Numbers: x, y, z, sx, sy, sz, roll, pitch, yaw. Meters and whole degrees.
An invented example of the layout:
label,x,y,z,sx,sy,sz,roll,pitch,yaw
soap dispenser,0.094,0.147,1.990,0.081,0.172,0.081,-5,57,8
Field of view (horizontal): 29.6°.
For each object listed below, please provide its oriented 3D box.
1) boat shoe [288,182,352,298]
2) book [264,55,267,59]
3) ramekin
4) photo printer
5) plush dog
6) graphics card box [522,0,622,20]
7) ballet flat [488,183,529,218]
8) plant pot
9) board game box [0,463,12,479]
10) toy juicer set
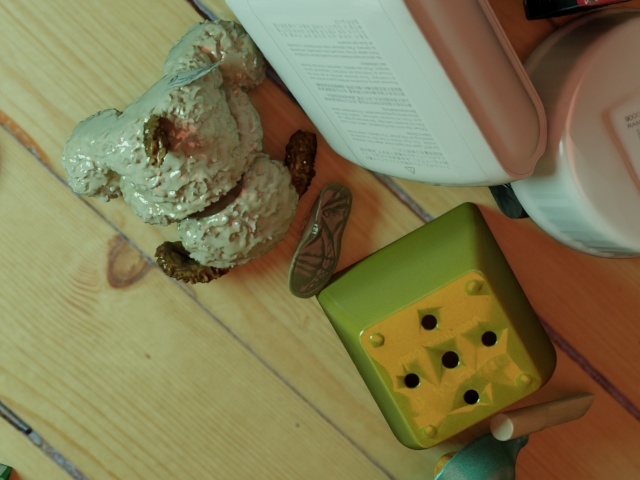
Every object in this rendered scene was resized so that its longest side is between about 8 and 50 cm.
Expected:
label,x,y,z,sx,sy,sz,roll,pitch,yaw
boat shoe,0.000,0.000,1.361,0.050,0.045,0.135,23,94,-10
book,-0.057,-0.277,1.302,0.096,0.035,0.144,-34,96,-34
ramekin,0.343,-0.111,1.274,0.277,0.135,0.277,-1,96,-9
photo printer,0.073,-0.172,1.199,0.107,0.256,0.307,-57,131,-22
plush dog,-0.117,-0.071,1.295,0.262,0.210,0.225,-40,119,5
graphics card box,0.242,-0.334,1.147,0.094,0.371,0.232,-11,97,2
ballet flat,0.197,-0.105,1.351,0.057,0.049,0.173,-16,99,46
plant pot,0.131,0.106,1.303,0.212,0.187,0.212,-29,96,4
board game box,-0.546,0.318,1.411,0.317,0.046,0.213,19,99,-2
toy juicer set,0.149,0.265,1.330,0.089,0.209,0.329,41,96,33
